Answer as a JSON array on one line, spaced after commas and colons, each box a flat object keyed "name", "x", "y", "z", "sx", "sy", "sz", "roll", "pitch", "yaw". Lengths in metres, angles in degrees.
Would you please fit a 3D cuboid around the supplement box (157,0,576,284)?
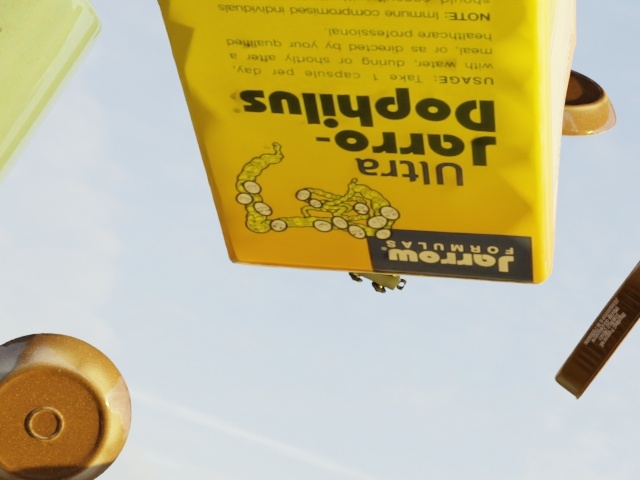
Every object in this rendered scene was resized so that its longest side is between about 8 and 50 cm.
[{"name": "supplement box", "x": 0.032, "y": -0.159, "z": 0.870, "sx": 0.195, "sy": 0.194, "sz": 0.357, "roll": 4, "pitch": -36, "yaw": 11}]

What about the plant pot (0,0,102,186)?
[{"name": "plant pot", "x": -0.370, "y": -0.120, "z": 1.298, "sx": 0.341, "sy": 0.334, "sz": 0.341, "roll": 37, "pitch": -7, "yaw": 5}]

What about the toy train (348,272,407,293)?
[{"name": "toy train", "x": 0.000, "y": 0.000, "z": 1.325, "sx": 0.158, "sy": 0.036, "sz": 0.027, "roll": 27, "pitch": -66, "yaw": -15}]

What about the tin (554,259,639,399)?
[{"name": "tin", "x": 0.288, "y": 0.070, "z": 1.573, "sx": 0.040, "sy": 0.190, "sz": 0.106, "roll": 38, "pitch": 23, "yaw": 14}]

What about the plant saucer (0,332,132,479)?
[{"name": "plant saucer", "x": -0.315, "y": 0.205, "z": 1.881, "sx": 0.198, "sy": 0.199, "sz": 0.036, "roll": 22, "pitch": 10, "yaw": -13}]

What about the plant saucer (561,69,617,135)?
[{"name": "plant saucer", "x": 0.236, "y": -0.157, "z": 1.753, "sx": 0.168, "sy": 0.029, "sz": 0.168, "roll": 8, "pitch": 25, "yaw": -4}]
